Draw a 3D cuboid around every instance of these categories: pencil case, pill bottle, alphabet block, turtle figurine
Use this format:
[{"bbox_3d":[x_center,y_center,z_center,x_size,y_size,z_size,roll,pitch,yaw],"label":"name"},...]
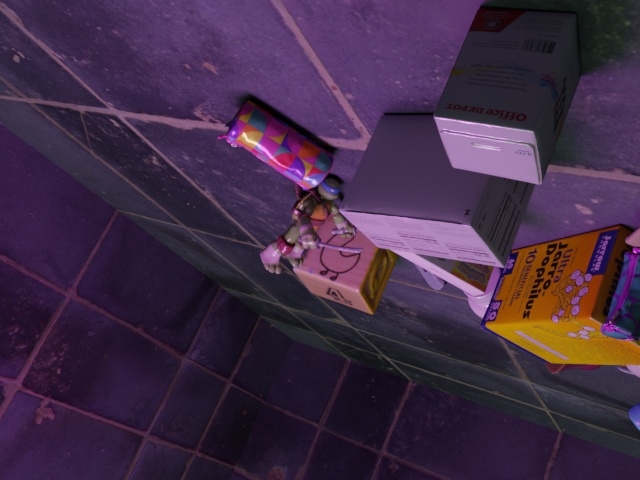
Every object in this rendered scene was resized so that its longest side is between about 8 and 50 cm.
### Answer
[{"bbox_3d":[0.527,0.094,1.157,0.070,0.151,0.065,27,169,-34],"label":"pencil case"},{"bbox_3d":[0.443,0.147,1.661,0.136,0.136,0.246,7,156,46],"label":"pill bottle"},{"bbox_3d":[0.071,0.059,1.828,0.197,0.192,0.193,16,163,23],"label":"alphabet block"},{"bbox_3d":[0.000,0.000,1.629,0.275,0.197,0.266,37,127,-12],"label":"turtle figurine"},{"bbox_3d":[-0.089,-0.197,1.434,0.236,0.104,0.104,29,163,-16],"label":"pencil case"}]

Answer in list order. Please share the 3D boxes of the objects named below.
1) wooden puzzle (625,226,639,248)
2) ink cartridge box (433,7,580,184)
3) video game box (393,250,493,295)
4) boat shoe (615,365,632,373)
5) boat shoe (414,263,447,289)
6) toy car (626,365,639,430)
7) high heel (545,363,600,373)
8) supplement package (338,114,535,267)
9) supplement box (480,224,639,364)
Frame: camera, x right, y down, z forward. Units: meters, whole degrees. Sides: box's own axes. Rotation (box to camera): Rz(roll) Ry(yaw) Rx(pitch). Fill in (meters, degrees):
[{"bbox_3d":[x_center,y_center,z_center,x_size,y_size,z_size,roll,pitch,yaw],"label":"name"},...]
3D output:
[{"bbox_3d":[0.667,-0.008,1.001,0.322,0.080,0.348,22,168,10],"label":"wooden puzzle"},{"bbox_3d":[0.242,-0.183,0.873,0.128,0.176,0.127,16,161,29],"label":"ink cartridge box"},{"bbox_3d":[0.257,-0.020,1.331,0.205,0.187,0.048,28,163,-13],"label":"video game box"},{"bbox_3d":[0.837,0.322,1.766,0.066,0.066,0.183,38,159,-33],"label":"boat shoe"},{"bbox_3d":[0.267,0.027,1.688,0.183,0.083,0.065,56,156,-9],"label":"boat shoe"},{"bbox_3d":[0.805,0.297,1.619,0.210,0.219,0.238,9,-138,-46],"label":"toy car"},{"bbox_3d":[0.680,0.200,1.603,0.182,0.127,0.377,-11,154,-19],"label":"high heel"},{"bbox_3d":[0.202,-0.091,1.160,0.262,0.203,0.145,10,158,41],"label":"supplement package"},{"bbox_3d":[0.522,0.124,1.383,0.195,0.194,0.356,29,162,-13],"label":"supplement box"}]
